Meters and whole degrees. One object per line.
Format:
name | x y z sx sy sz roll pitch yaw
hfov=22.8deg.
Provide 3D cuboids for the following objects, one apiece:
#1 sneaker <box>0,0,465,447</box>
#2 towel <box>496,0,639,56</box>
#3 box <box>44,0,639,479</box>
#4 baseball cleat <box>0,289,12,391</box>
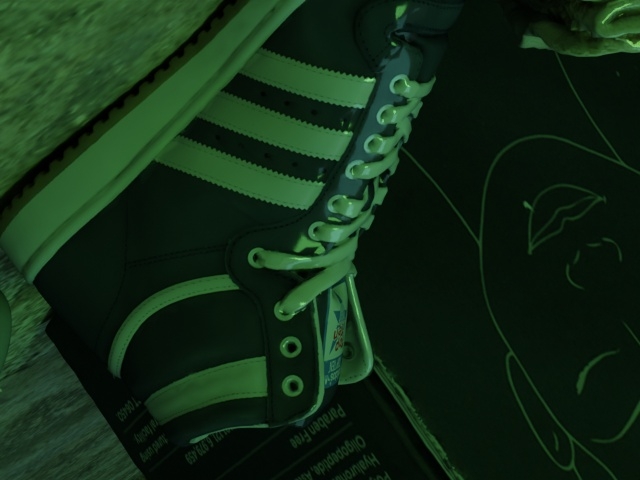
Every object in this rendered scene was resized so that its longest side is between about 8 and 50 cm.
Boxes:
sneaker | 0.006 -0.027 0.657 0.282 0.153 0.099 -39 173 21
towel | 0.174 -0.116 0.683 0.187 0.049 0.282 -3 -166 4
box | 0.184 0.088 0.952 0.480 0.472 0.297 -30 171 -34
baseball cleat | -0.223 0.088 0.681 0.206 0.072 0.109 -48 152 -1
